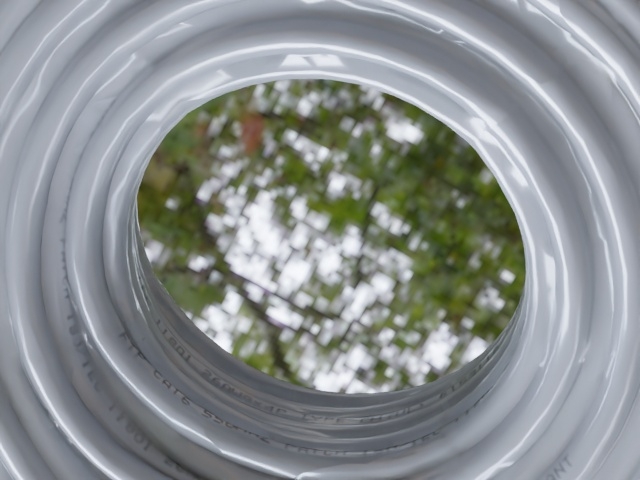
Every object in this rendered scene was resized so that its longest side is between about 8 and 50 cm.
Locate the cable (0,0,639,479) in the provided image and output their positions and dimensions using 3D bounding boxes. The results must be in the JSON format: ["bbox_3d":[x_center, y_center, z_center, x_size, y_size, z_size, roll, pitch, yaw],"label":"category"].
[{"bbox_3d":[0.000,0.000,0.450,0.257,0.257,0.089,59,-163,-11],"label":"cable"}]
